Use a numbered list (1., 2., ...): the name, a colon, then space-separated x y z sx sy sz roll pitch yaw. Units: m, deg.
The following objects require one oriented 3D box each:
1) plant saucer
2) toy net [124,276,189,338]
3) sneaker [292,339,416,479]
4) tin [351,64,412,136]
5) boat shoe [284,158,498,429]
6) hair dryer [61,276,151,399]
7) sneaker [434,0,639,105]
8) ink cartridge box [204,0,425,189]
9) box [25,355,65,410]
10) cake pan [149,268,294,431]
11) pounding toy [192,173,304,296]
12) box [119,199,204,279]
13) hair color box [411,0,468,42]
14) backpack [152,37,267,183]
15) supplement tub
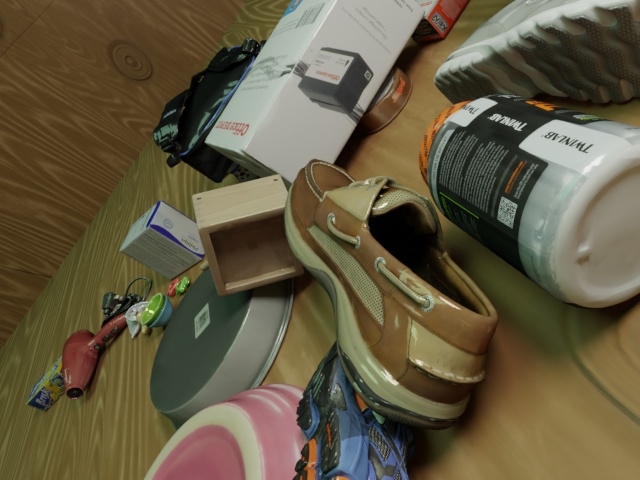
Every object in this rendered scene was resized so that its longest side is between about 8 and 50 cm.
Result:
1. plant saucer: -0.101 0.287 0.477 0.332 0.084 0.332 -37 34 30
2. toy net: -0.349 0.134 1.052 0.232 0.045 0.122 -20 45 47
3. sneaker: 0.031 0.153 0.423 0.083 0.087 0.221 -57 9 22
4. tin: 0.063 -0.213 0.793 0.189 0.040 0.106 7 63 59
5. boat shoe: 0.059 0.005 0.467 0.120 0.122 0.324 -63 32 27
6. hair dryer: -0.512 0.217 1.181 0.223 0.080 0.294 -22 43 45
7. sneaker: 0.218 -0.195 0.463 0.115 0.105 0.281 -60 28 -7
8. ink cartridge box: -0.021 -0.236 0.771 0.308 0.129 0.223 -58 28 -1
9. box: -0.677 0.363 1.309 0.169 0.054 0.059 -42 31 25
10. cake pan: -0.152 0.131 0.747 0.293 0.054 0.293 -37 33 30
11. pounding toy: -0.099 0.000 0.650 0.130 0.141 0.100 -15 41 -9
12. box: -0.316 0.003 1.055 0.137 0.126 0.072 -28 37 40
13. hair color box: 0.184 -0.362 0.752 0.141 0.043 0.072 -56 28 -2
14. backpack: -0.170 -0.256 1.015 0.276 0.213 0.263 -44 38 9
15. supplement tub: 0.157 -0.043 0.387 0.117 0.117 0.190 -51 30 9
